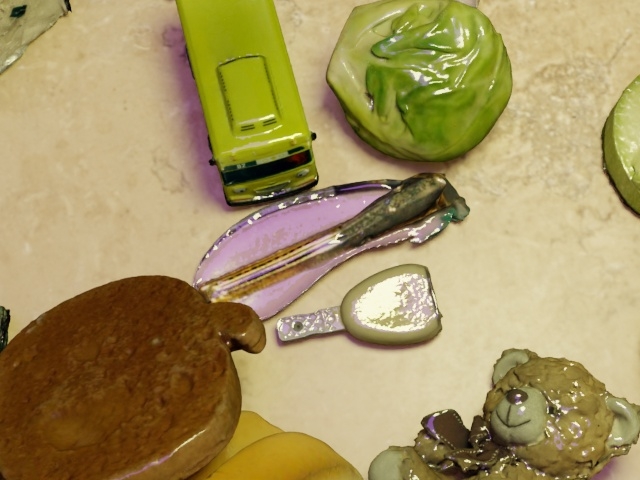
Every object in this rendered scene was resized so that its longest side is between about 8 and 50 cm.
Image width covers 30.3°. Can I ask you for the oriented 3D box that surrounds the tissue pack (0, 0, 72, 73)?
[{"bbox_3d":[-0.537,-0.399,1.463,0.416,0.264,0.253,43,75,13],"label":"tissue pack"}]

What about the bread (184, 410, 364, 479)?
[{"bbox_3d":[-0.124,0.385,1.233,0.245,0.329,0.424,19,70,52],"label":"bread"}]

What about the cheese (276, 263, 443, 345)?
[{"bbox_3d":[0.044,0.087,1.392,0.192,0.037,0.097,-11,71,-1],"label":"cheese"}]

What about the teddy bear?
[{"bbox_3d":[0.220,0.238,1.275,0.267,0.156,0.256,25,76,33],"label":"teddy bear"}]

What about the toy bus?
[{"bbox_3d":[-0.091,-0.188,1.428,0.128,0.150,0.262,-15,70,-3],"label":"toy bus"}]

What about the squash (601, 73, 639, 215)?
[{"bbox_3d":[0.440,-0.125,1.396,0.220,0.133,0.220,-3,70,8],"label":"squash"}]

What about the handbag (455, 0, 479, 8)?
[{"bbox_3d":[0.146,-0.363,1.506,0.117,0.095,0.173,4,81,-1],"label":"handbag"}]

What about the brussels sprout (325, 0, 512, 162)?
[{"bbox_3d":[0.120,-0.194,1.420,0.223,0.161,0.223,2,97,18],"label":"brussels sprout"}]

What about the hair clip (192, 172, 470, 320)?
[{"bbox_3d":[-0.001,-0.002,1.415,0.359,0.095,0.110,-24,107,4],"label":"hair clip"}]

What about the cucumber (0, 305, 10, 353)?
[{"bbox_3d":[-0.396,0.179,1.378,0.078,0.062,0.211,-14,57,46],"label":"cucumber"}]

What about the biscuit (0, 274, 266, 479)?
[{"bbox_3d":[-0.206,0.153,1.271,0.314,0.063,0.367,-23,30,-7],"label":"biscuit"}]
